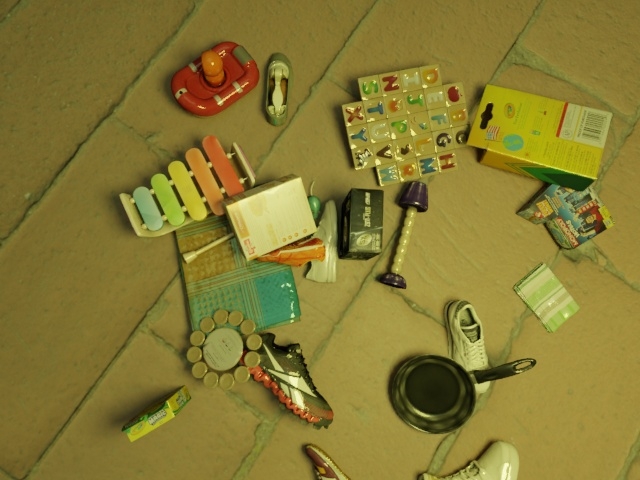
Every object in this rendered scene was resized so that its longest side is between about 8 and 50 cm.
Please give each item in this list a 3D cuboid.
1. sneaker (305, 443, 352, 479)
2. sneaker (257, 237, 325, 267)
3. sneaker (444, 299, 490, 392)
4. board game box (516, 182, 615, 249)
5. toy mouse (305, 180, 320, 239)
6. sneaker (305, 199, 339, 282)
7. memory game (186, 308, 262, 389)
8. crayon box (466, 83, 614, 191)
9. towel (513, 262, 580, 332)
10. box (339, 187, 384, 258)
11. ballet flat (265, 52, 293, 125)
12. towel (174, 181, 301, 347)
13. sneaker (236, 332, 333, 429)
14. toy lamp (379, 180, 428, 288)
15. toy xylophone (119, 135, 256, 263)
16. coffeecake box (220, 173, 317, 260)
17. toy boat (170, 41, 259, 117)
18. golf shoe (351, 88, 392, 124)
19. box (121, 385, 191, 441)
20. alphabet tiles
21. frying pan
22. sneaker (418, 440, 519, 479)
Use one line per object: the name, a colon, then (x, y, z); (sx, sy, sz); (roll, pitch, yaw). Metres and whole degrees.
sneaker: (0.017, 0.568, 1.000); (0.084, 0.069, 0.185); (-43, 85, -13)
sneaker: (-0.073, 0.039, 1.034); (0.175, 0.064, 0.067); (-5, 116, 13)
sneaker: (0.368, 0.263, 1.051); (0.090, 0.095, 0.235); (-15, 85, -7)
board game box: (0.637, -0.078, 1.132); (0.194, 0.060, 0.194); (-28, 84, -6)
toy mouse: (-0.050, -0.099, 1.101); (0.161, 0.031, 0.143); (38, 77, -9)
sneaker: (0.000, 0.000, 1.083); (0.094, 0.080, 0.212); (2, 83, 9)
memory game: (-0.224, 0.253, 0.994); (0.186, 0.012, 0.186); (-3, 71, 10)
crayon box: (0.559, -0.274, 1.116); (0.318, 0.081, 0.202); (20, 76, 13)
towel: (0.595, 0.149, 1.115); (0.113, 0.023, 0.152); (-37, 86, -7)
box: (0.096, -0.033, 1.035); (0.077, 0.180, 0.147); (3, 82, -4)
ballet flat: (-0.109, -0.414, 1.135); (0.072, 0.068, 0.213); (2, 81, -3)
towel: (-0.216, 0.056, 1.079); (0.271, 0.040, 0.370); (-13, 81, -6)
sneaker: (-0.064, 0.325, 1.015); (0.276, 0.097, 0.135); (39, 84, 4)
toy lamp: (0.219, -0.017, 1.091); (0.080, 0.080, 0.275); (15, 80, -1)
toy xylophone: (-0.299, -0.095, 1.041); (0.322, 0.081, 0.236); (-35, 84, -8)
coffeecake box: (-0.119, -0.057, 1.009); (0.185, 0.068, 0.142); (-24, 114, -16)
toy boat: (-0.273, -0.424, 1.086); (0.231, 0.151, 0.151); (-39, 85, -8)
golf shoe: (0.153, -0.340, 1.152); (0.176, 0.069, 0.086); (-43, 106, -5)
box: (-0.360, 0.383, 0.950); (0.105, 0.179, 0.043); (-29, 84, -6)
alphabet tiles: (0.235, -0.304, 1.125); (0.342, 0.011, 0.285); (-14, 96, -10)
frying pan: (0.317, 0.322, 1.021); (0.197, 0.053, 0.326); (45, 100, 5)
sneaker: (0.328, 0.575, 0.997); (0.169, 0.108, 0.293); (33, 83, -1)
